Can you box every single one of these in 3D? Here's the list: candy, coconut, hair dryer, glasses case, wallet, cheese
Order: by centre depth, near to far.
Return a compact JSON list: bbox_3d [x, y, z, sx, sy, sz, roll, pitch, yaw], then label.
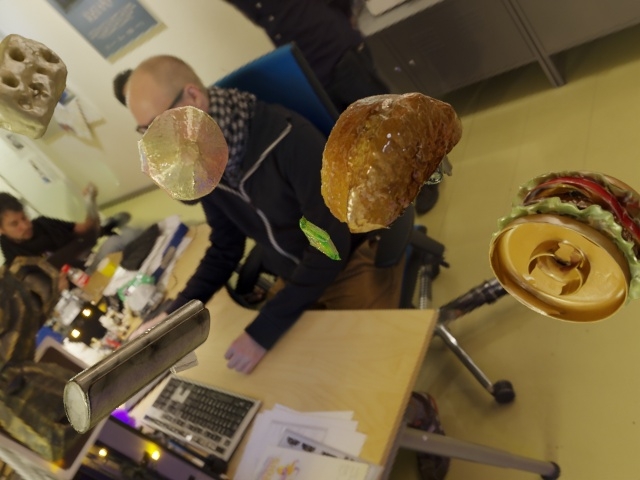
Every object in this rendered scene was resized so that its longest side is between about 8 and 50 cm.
[{"bbox_3d":[-0.314,0.214,1.102,0.060,0.114,0.299,25,32,20],"label":"glasses case"},{"bbox_3d":[0.255,-0.161,1.321,0.050,0.195,0.173,-9,57,24],"label":"hair dryer"},{"bbox_3d":[-0.647,-0.341,1.359,0.093,0.159,0.262,-36,40,32],"label":"cheese"},{"bbox_3d":[-0.353,-0.217,1.579,0.233,0.233,0.245,-52,13,-12],"label":"coconut"},{"bbox_3d":[-0.001,0.001,1.644,0.102,0.178,0.032,36,81,20],"label":"candy"},{"bbox_3d":[-0.390,0.338,1.751,0.025,0.061,0.122,-31,-9,16],"label":"wallet"}]

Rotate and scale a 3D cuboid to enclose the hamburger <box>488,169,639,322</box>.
[{"bbox_3d":[0.464,-0.003,1.128,0.274,0.274,0.212,-4,35,49],"label":"hamburger"}]

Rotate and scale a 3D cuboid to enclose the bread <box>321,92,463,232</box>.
[{"bbox_3d":[0.096,-0.141,0.896,0.129,0.134,0.260,23,58,37],"label":"bread"}]
